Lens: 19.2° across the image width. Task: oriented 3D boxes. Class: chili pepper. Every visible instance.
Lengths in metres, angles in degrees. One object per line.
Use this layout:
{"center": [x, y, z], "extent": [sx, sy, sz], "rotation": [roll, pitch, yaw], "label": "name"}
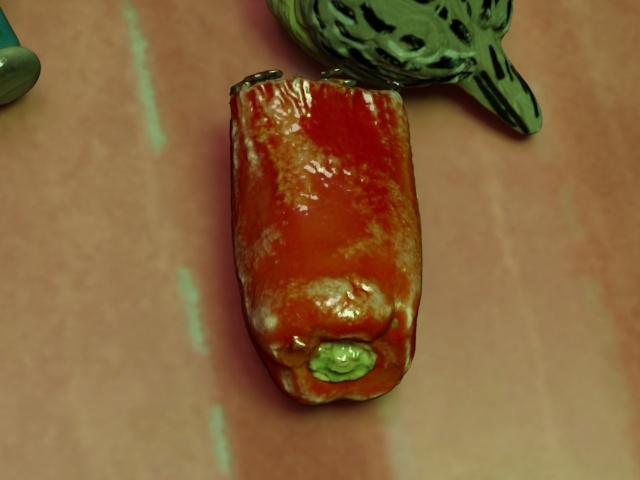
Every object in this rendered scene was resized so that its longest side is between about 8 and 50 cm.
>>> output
{"center": [0.000, 0.000, 0.720], "extent": [0.070, 0.073, 0.123], "rotation": [-22, 60, 32], "label": "chili pepper"}

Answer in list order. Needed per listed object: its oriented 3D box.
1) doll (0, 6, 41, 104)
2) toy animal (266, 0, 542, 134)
{"center": [-0.174, -0.114, 0.750], "extent": [0.114, 0.085, 0.152], "rotation": [-33, 83, -5], "label": "doll"}
{"center": [0.040, -0.101, 0.751], "extent": [0.137, 0.098, 0.098], "rotation": [40, 70, 12], "label": "toy animal"}
